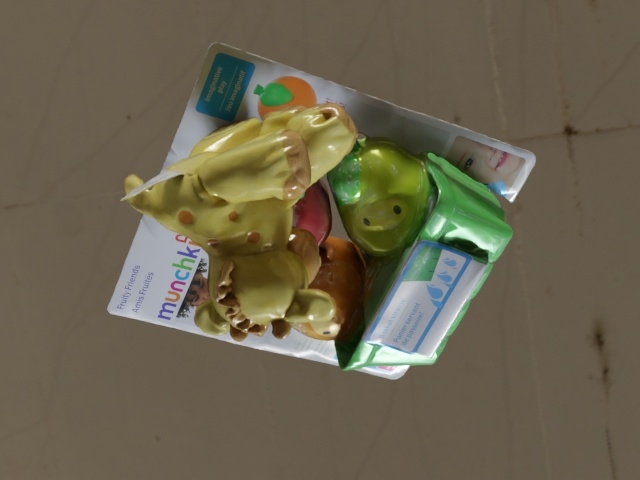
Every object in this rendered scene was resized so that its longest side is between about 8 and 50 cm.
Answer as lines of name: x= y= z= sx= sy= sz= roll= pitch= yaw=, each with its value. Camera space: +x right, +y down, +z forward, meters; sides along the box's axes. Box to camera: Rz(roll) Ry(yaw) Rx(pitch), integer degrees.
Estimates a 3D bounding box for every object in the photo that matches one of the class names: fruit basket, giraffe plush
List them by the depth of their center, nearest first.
giraffe plush: x=-0.055 y=-0.005 z=0.881 sx=0.181 sy=0.210 sz=0.170 roll=5 pitch=-60 yaw=56
fruit basket: x=0.000 y=0.000 z=1.033 sx=0.327 sy=0.353 sz=0.165 roll=-62 pitch=-152 yaw=28
